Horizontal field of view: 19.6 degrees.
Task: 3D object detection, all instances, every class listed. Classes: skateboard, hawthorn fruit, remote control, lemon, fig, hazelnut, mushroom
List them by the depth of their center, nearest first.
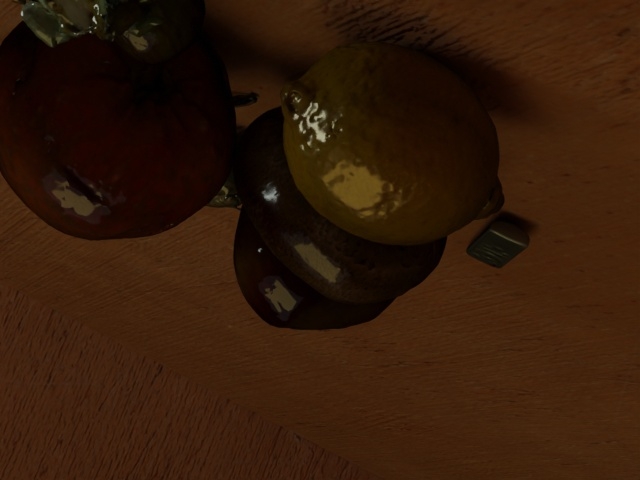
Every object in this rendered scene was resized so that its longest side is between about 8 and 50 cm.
[{"bbox_3d":[0.069,-0.090,1.777,0.256,0.188,0.188,29,164,-23],"label":"lemon"},{"bbox_3d":[-0.178,-0.247,1.798,0.109,0.103,0.155,42,170,52],"label":"fig"},{"bbox_3d":[0.023,-0.048,1.955,0.253,0.153,0.253,27,-151,-17],"label":"mushroom"},{"bbox_3d":[-0.237,-0.125,1.994,0.276,0.276,0.307,29,161,-17],"label":"hawthorn fruit"},{"bbox_3d":[-0.118,-0.174,2.091,0.064,0.032,0.083,-3,152,40],"label":"skateboard"},{"bbox_3d":[0.000,0.000,2.149,0.217,0.217,0.251,15,-158,30],"label":"hazelnut"},{"bbox_3d":[0.210,0.003,2.193,0.050,0.027,0.184,26,169,-1],"label":"remote control"}]

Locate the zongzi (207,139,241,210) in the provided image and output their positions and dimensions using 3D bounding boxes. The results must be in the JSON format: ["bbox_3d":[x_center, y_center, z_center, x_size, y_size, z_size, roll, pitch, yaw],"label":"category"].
[{"bbox_3d":[-0.183,-0.117,2.261,0.194,0.099,0.197,4,148,51],"label":"zongzi"}]

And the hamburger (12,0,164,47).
[{"bbox_3d":[-0.200,-0.298,1.531,0.167,0.192,0.288,-1,129,44],"label":"hamburger"}]
